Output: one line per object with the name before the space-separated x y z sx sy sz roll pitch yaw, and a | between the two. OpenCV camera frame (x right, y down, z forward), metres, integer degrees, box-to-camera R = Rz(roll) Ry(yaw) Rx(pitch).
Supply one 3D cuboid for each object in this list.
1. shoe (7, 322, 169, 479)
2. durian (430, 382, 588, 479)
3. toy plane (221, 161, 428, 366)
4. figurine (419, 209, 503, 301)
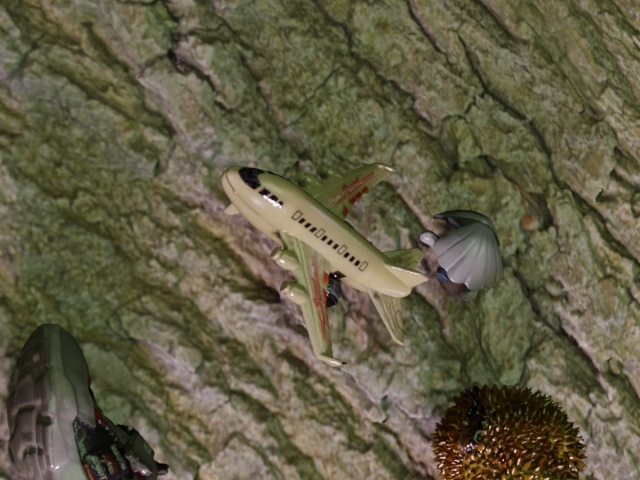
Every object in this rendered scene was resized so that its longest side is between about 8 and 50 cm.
shoe | -0.173 0.174 1.067 0.125 0.099 0.228 -4 77 -29
durian | 0.185 0.217 1.301 0.168 0.137 0.158 26 35 -36
toy plane | 0.000 0.000 1.285 0.244 0.092 0.229 30 57 -22
figurine | 0.148 0.012 1.410 0.094 0.082 0.086 24 74 -15
